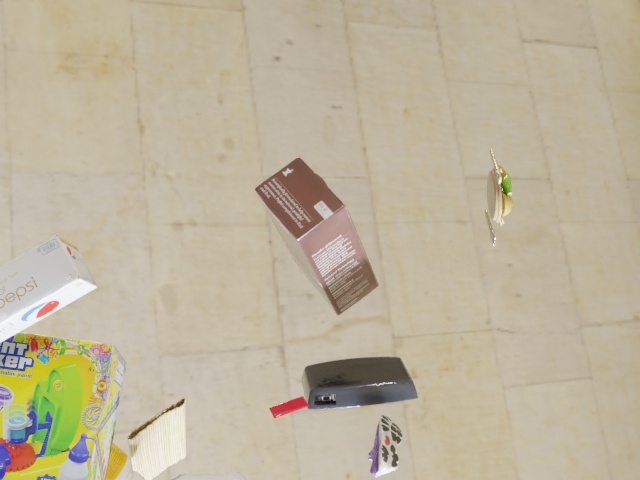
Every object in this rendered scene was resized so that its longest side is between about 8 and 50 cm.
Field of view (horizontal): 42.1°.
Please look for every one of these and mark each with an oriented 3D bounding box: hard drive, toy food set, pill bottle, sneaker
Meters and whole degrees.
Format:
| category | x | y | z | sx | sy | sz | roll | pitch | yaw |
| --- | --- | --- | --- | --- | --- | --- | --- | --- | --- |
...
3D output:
| category | x | y | z | sx | sy | sz | roll | pitch | yaw |
| --- | --- | --- | --- | --- | --- | --- | --- | --- | --- |
| hard drive | 0.087 | 0.329 | 1.948 | 0.172 | 0.255 | 0.054 | -113 | -161 | -73 |
| toy food set | 0.394 | -0.097 | 1.824 | 0.132 | 0.039 | 0.192 | -91 | 177 | -48 |
| pill bottle | -0.479 | 0.479 | 1.771 | 0.117 | 0.208 | 0.117 | -40 | -164 | 14 |
| sneaker | 0.136 | 0.463 | 1.879 | 0.071 | 0.068 | 0.170 | -43 | -168 | 28 |

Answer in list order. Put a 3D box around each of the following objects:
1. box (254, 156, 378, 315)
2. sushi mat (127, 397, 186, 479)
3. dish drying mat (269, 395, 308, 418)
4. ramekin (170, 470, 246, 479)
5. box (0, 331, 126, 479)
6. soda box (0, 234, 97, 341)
| category | x | y | z | sx | sy | sz | roll | pitch | yaw |
| --- | --- | --- | --- | --- | --- | --- | --- | --- | --- |
| box | 0.000 | 0.000 | 1.957 | 0.191 | 0.143 | 0.381 | 49 | -10 | 34 |
| sushi mat | -0.371 | 0.473 | 1.920 | 0.019 | 0.151 | 0.316 | 47 | -29 | 22 |
| dish drying mat | -0.070 | 0.371 | 1.850 | 0.032 | 0.083 | 0.008 | 52 | -31 | 44 |
| ramekin | -0.224 | 0.546 | 1.498 | 0.273 | 0.127 | 0.272 | -167 | -90 | -72 |
| box | -0.470 | 0.287 | 1.254 | 0.177 | 0.290 | 0.279 | 109 | -12 | -71 |
| soda box | -0.404 | 0.080 | 1.067 | 0.069 | 0.216 | 0.074 | 60 | -3 | 12 |
